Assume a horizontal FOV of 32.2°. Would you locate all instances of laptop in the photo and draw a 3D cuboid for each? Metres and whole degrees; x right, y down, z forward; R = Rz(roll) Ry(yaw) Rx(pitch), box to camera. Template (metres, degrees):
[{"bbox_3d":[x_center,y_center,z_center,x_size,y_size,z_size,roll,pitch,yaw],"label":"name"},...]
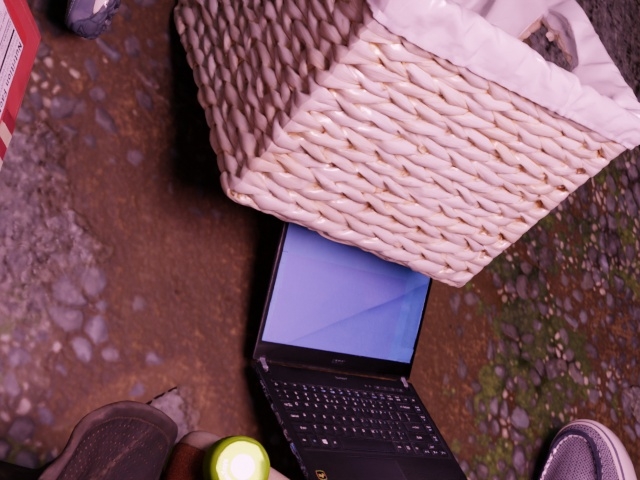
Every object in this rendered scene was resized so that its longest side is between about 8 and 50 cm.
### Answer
[{"bbox_3d":[0.065,0.121,1.096,0.234,0.136,0.264,14,35,-42],"label":"laptop"}]

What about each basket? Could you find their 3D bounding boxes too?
[{"bbox_3d":[0.068,-0.176,1.058,0.331,0.266,0.328,21,35,-36],"label":"basket"}]

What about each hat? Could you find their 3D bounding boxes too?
[{"bbox_3d":[-0.238,0.238,0.781,0.134,0.331,0.331,26,51,14],"label":"hat"}]

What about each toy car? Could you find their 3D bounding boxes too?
[{"bbox_3d":[-0.095,0.269,0.924,0.149,0.155,0.188,36,68,-12],"label":"toy car"}]

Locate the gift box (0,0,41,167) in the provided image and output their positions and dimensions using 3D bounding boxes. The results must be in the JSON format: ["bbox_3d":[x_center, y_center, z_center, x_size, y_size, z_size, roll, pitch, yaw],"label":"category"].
[{"bbox_3d":[-0.357,-0.141,0.711,0.258,0.276,0.255,6,60,6],"label":"gift box"}]

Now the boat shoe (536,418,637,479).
[{"bbox_3d":[0.257,0.350,1.215,0.158,0.127,0.341,28,60,-40],"label":"boat shoe"}]

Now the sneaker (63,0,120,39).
[{"bbox_3d":[-0.231,-0.320,1.043,0.122,0.110,0.283,10,66,-20],"label":"sneaker"}]
